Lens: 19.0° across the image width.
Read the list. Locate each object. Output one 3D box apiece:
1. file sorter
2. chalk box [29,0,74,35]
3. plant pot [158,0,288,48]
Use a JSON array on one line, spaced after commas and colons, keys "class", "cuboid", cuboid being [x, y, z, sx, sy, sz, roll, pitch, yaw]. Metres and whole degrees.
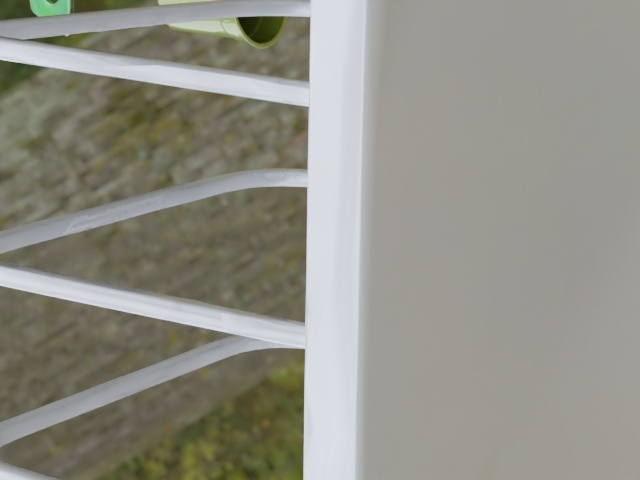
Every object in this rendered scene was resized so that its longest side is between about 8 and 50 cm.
[{"class": "file sorter", "cuboid": [0.000, 0.000, 0.600, 0.173, 0.193, 0.278, 11, 107, 34]}, {"class": "chalk box", "cuboid": [-0.177, -0.236, 1.186, 0.132, 0.132, 0.213, 34, 141, 51]}, {"class": "plant pot", "cuboid": [-0.078, -0.186, 1.449, 0.079, 0.083, 0.083, 0, 134, 31]}]
